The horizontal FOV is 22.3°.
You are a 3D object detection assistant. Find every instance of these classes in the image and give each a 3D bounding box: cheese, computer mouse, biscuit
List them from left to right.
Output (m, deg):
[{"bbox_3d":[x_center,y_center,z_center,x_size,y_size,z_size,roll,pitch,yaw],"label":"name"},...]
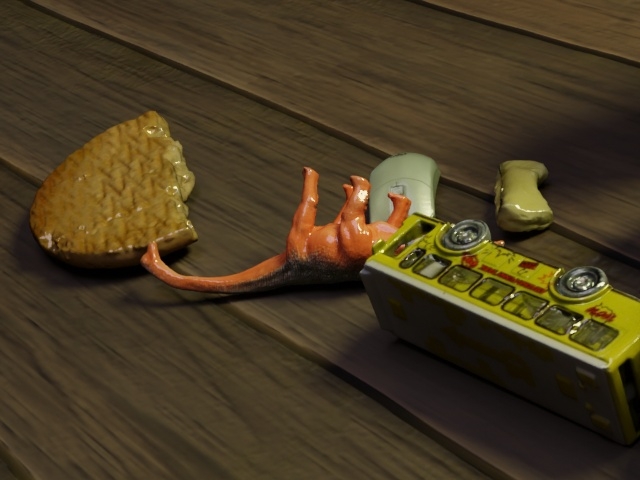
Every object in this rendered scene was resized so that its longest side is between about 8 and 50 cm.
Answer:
[{"bbox_3d":[-0.175,-0.032,1.370,0.144,0.033,0.224,-23,31,-2],"label":"biscuit"},{"bbox_3d":[0.063,-0.040,1.254,0.056,0.032,0.110,-12,32,13],"label":"computer mouse"},{"bbox_3d":[0.151,-0.035,1.203,0.044,0.030,0.083,8,31,3],"label":"cheese"}]

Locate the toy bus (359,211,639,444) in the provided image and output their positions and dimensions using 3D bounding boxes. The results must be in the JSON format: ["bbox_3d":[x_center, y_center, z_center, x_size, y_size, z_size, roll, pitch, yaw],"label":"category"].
[{"bbox_3d":[0.129,0.052,1.039,0.074,0.081,0.226,-41,40,-23],"label":"toy bus"}]

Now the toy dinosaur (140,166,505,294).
[{"bbox_3d":[-0.003,-0.003,1.208,0.279,0.055,0.101,2,65,28],"label":"toy dinosaur"}]
